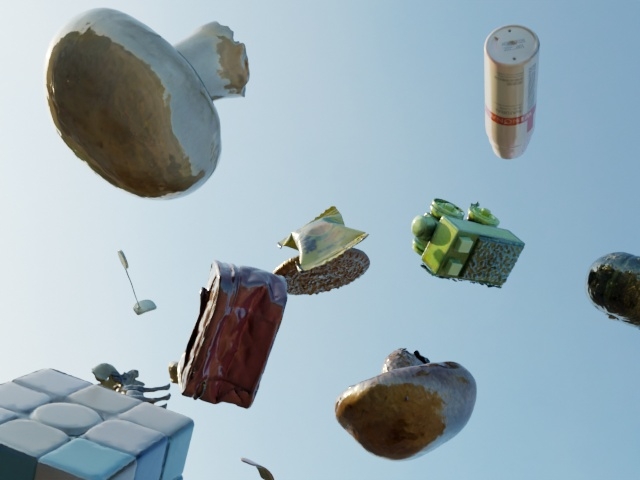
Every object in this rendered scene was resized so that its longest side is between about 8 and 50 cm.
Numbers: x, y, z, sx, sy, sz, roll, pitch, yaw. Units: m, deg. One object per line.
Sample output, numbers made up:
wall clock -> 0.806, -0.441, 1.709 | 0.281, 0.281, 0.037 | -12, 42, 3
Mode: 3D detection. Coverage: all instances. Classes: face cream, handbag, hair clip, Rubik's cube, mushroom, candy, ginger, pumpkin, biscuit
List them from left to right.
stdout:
Rubik's cube -> -0.469, 0.458, 1.325 | 0.347, 0.346, 0.344 | 17, -82, 15
mushroom -> -0.245, -0.219, 1.114 | 0.297, 0.290, 0.297 | 35, -23, 17
ginger -> -0.380, 0.398, 2.314 | 0.214, 0.133, 0.059 | 20, -13, 46
handbag -> -0.141, 0.146, 1.199 | 0.135, 0.146, 0.225 | 17, -74, -15
hair clip -> -0.168, 0.615, 2.053 | 0.054, 0.022, 0.137 | 12, -30, 38
candy -> 0.000, 0.000, 1.830 | 0.081, 0.187, 0.297 | 63, -5, -21
biscuit -> 0.001, 0.098, 2.229 | 0.305, 0.305, 0.038 | 130, -47, -54
mushroom -> 0.173, 0.316, 1.477 | 0.263, 0.283, 0.195 | -31, -93, 29
face cream -> 0.370, -0.270, 1.485 | 0.102, 0.102, 0.345 | 26, -17, 24
pumpkin -> 0.647, 0.103, 1.592 | 0.190, 0.190, 0.146 | 21, -84, 30

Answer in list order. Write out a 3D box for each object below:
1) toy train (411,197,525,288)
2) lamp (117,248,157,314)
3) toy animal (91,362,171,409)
toy train -> 0.347, 0.006, 1.825 | 0.159, 0.272, 0.188 | -66, -147, 21
lamp -> -0.456, 0.099, 1.885 | 0.050, 0.056, 0.198 | 42, -32, 45
toy animal -> -0.442, 0.349, 1.762 | 0.214, 0.186, 0.093 | -143, -118, -73
